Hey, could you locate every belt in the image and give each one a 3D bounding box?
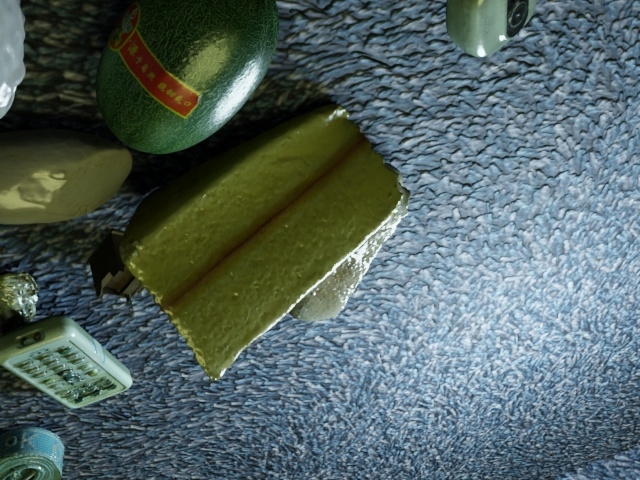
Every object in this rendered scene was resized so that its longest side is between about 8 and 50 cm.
[{"bbox_3d":[-0.565,0.420,1.783,0.163,0.082,0.147,-16,132,3],"label":"belt"}]

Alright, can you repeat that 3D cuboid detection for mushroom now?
[{"bbox_3d":[-0.418,-0.087,1.221,0.350,0.128,0.128,2,136,-21],"label":"mushroom"}]

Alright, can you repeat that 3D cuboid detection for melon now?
[{"bbox_3d":[-0.155,-0.226,1.128,0.182,0.182,0.288,21,124,-41],"label":"melon"}]

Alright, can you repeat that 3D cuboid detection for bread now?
[{"bbox_3d":[-0.063,-0.026,1.333,0.362,0.245,0.233,-32,108,7],"label":"bread"},{"bbox_3d":[0.003,0.004,1.545,0.183,0.102,0.337,5,134,-31],"label":"bread"}]

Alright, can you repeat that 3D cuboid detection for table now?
[{"bbox_3d":[-0.306,0.045,1.459,0.070,0.082,0.083,18,128,-39],"label":"table"}]

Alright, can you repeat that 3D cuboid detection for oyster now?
[{"bbox_3d":[-0.502,0.110,1.462,0.125,0.064,0.177,6,133,-26],"label":"oyster"}]

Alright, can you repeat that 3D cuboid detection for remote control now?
[{"bbox_3d":[-0.418,0.201,1.561,0.128,0.065,0.335,-22,156,-3],"label":"remote control"}]

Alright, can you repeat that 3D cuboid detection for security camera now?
[{"bbox_3d":[0.219,-0.369,1.186,0.157,0.080,0.301,-42,147,-19],"label":"security camera"}]

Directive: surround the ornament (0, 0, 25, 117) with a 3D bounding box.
[{"bbox_3d":[-0.453,-0.206,0.905,0.337,0.337,0.337,-13,141,-11],"label":"ornament"}]
